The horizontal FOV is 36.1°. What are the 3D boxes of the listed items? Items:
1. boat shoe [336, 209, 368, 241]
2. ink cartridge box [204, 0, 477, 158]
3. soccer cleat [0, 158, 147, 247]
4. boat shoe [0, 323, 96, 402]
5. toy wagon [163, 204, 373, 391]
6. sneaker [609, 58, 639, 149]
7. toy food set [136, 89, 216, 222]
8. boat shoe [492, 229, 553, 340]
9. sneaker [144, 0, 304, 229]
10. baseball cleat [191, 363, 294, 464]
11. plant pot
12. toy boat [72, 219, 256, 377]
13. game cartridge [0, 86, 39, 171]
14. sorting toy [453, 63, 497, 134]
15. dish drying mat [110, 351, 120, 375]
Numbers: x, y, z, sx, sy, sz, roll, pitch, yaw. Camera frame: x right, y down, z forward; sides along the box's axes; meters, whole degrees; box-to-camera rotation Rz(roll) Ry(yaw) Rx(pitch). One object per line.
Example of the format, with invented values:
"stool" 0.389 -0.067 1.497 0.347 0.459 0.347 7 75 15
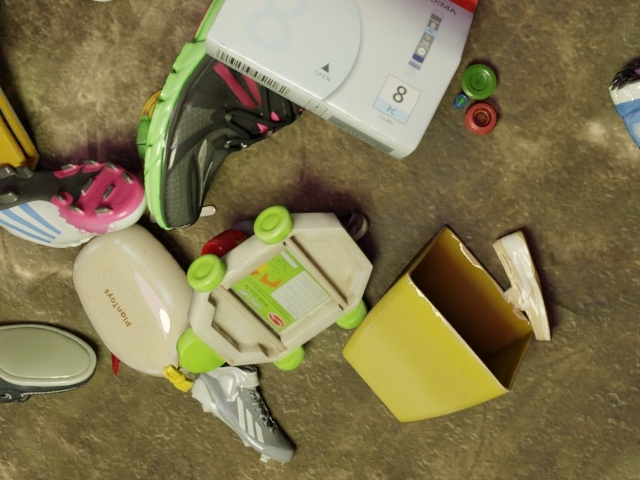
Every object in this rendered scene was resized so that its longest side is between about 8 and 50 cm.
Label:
"boat shoe" 0.000 0.000 1.513 0.152 0.056 0.049 -36 137 10
"ink cartridge box" 0.067 -0.349 1.312 0.308 0.091 0.385 28 85 -7
"soccer cleat" -0.380 -0.048 1.534 0.331 0.116 0.143 6 145 32
"boat shoe" -0.535 0.223 1.667 0.340 0.127 0.113 0 132 5
"toy wagon" -0.092 0.096 1.460 0.344 0.068 0.267 -35 135 5
"sneaker" 0.569 -0.204 1.323 0.330 0.130 0.147 -16 113 19
"toy food set" -0.231 -0.128 1.535 0.128 0.071 0.218 0 103 13
"boat shoe" 0.301 0.072 1.466 0.059 0.063 0.170 -17 89 19
"sneaker" -0.103 -0.218 1.406 0.202 0.185 0.483 29 97 -1
"baseball cleat" -0.111 0.273 1.599 0.206 0.072 0.109 36 101 -1
"plant pot" 0.161 0.142 1.446 0.212 0.212 0.187 49 120 -1
"toy boat" -0.226 0.068 1.555 0.318 0.148 0.267 -30 89 25
"game cartridge" -0.634 -0.214 1.524 0.323 0.285 0.053 7 60 11
"sorting toy" 0.225 -0.203 1.435 0.061 0.042 0.102 -4 90 -2
"dish drying mat" -0.340 0.192 1.629 0.008 0.083 0.032 9 106 -20
